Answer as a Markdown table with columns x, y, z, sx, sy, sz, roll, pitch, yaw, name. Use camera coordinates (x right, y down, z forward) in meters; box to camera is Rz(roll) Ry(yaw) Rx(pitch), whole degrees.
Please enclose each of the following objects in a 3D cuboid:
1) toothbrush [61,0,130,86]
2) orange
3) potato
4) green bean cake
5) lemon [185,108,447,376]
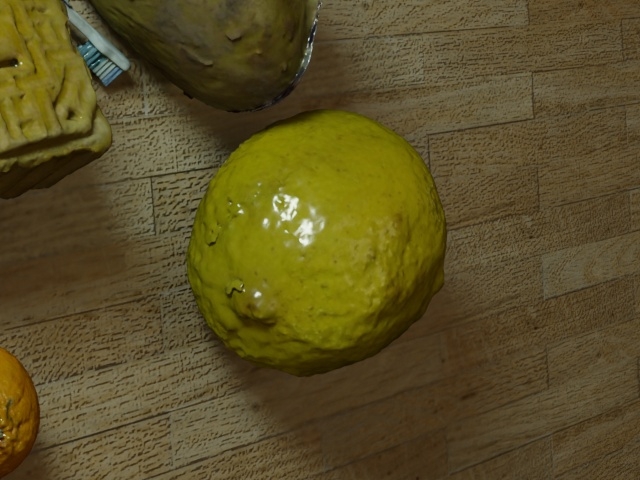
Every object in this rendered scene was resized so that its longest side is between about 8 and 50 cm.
| x | y | z | sx | sy | sz | roll | pitch | yaw | name |
| --- | --- | --- | --- | --- | --- | --- | --- | --- | --- |
| -0.305 | -0.261 | 1.710 | 0.386 | 0.040 | 0.040 | 41 | 60 | -44 | toothbrush |
| -0.315 | 0.157 | 1.651 | 0.135 | 0.117 | 0.136 | -12 | 105 | -54 | orange |
| -0.137 | -0.273 | 1.784 | 0.266 | 0.229 | 0.229 | 28 | 69 | -45 | potato |
| -0.311 | -0.147 | 1.594 | 0.229 | 0.131 | 0.224 | -19 | 87 | -50 | green bean cake |
| 0.000 | 0.000 | 1.929 | 0.322 | 0.268 | 0.268 | -33 | 116 | -46 | lemon |
